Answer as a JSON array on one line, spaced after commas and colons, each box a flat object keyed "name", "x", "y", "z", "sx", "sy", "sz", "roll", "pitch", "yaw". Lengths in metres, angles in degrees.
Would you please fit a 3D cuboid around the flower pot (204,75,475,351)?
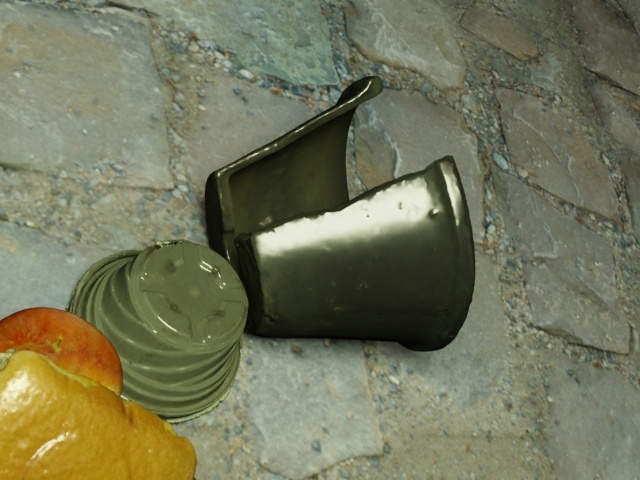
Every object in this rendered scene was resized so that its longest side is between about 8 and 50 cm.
[{"name": "flower pot", "x": 0.000, "y": 0.000, "z": 1.207, "sx": 0.251, "sy": 0.379, "sz": 0.379, "roll": -16, "pitch": 69, "yaw": -21}]

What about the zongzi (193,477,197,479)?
[{"name": "zongzi", "x": -0.157, "y": 0.266, "z": 1.024, "sx": 0.176, "sy": 0.078, "sz": 0.160, "roll": 1, "pitch": 60, "yaw": -18}]

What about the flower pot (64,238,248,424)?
[{"name": "flower pot", "x": -0.176, "y": 0.089, "z": 1.110, "sx": 0.235, "sy": 0.140, "sz": 0.236, "roll": 20, "pitch": 48, "yaw": -23}]

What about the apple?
[{"name": "apple", "x": -0.292, "y": 0.149, "z": 0.977, "sx": 0.163, "sy": 0.139, "sz": 0.164, "roll": -8, "pitch": 107, "yaw": -28}]

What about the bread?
[{"name": "bread", "x": -0.242, "y": 0.211, "z": 0.869, "sx": 0.245, "sy": 0.121, "sz": 0.174, "roll": 41, "pitch": 82, "yaw": -29}]
